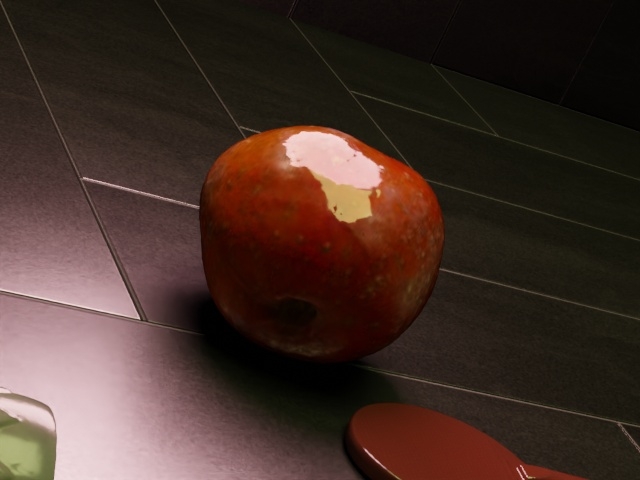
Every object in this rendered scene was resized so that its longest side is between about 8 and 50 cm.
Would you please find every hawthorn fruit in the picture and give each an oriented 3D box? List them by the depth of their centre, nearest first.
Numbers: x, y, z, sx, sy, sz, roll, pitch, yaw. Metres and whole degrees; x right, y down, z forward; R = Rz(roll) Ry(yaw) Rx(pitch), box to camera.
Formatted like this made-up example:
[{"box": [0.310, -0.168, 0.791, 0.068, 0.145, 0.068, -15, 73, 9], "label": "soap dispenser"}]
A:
[{"box": [0.000, 0.000, 1.813, 0.284, 0.284, 0.284, 22, 21, -9], "label": "hawthorn fruit"}]

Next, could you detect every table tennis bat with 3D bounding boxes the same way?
[{"box": [0.169, 0.245, 1.732, 0.310, 0.038, 0.200, 17, 23, -22], "label": "table tennis bat"}]

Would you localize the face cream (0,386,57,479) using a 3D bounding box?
[{"box": [-0.306, 0.173, 1.158, 0.194, 0.175, 0.175, 16, 23, -21], "label": "face cream"}]
